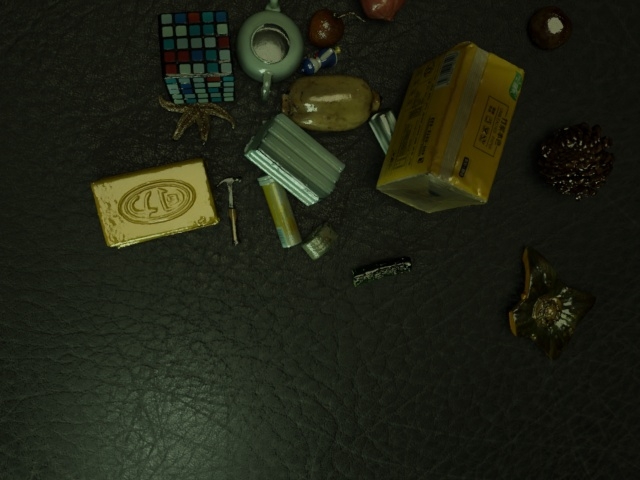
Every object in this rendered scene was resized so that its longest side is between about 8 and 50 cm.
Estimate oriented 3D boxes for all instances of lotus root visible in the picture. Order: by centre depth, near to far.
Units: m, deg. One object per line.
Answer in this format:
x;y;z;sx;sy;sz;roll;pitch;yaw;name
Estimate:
0.034;-0.383;1.779;0.284;0.160;0.146;-4;56;-9;lotus root

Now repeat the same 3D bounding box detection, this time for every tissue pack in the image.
0.342;-0.288;1.702;0.228;0.293;0.382;25;77;-22;tissue pack

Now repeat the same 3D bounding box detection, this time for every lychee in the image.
0.026;-0.600;1.771;0.114;0.101;0.140;28;107;-40;lychee

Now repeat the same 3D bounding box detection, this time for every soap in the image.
-0.073;-0.224;1.776;0.261;0.094;0.150;38;62;-20;soap
-0.455;-0.106;1.780;0.324;0.096;0.204;-14;99;-5;soap

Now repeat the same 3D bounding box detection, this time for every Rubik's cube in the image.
-0.323;-0.482;1.682;0.187;0.184;0.182;-5;82;-8;Rubik's cube

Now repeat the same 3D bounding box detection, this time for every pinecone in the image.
0.753;-0.224;1.872;0.221;0.221;0.222;-1;98;-7;pinecone

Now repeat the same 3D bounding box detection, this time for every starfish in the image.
-0.346;-0.373;1.781;0.213;0.057;0.238;1;79;-12;starfish

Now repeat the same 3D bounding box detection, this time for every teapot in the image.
-0.139;-0.532;1.745;0.193;0.129;0.295;5;97;-7;teapot

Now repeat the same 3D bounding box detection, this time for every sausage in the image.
0.157;-0.732;1.750;0.148;0.148;0.255;-15;99;-5;sausage

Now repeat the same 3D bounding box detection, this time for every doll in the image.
-0.002;-0.501;1.780;0.143;0.099;0.058;-36;90;-28;doll

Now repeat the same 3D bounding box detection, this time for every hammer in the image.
-0.260;-0.085;1.845;0.078;0.021;0.201;-5;97;-6;hammer

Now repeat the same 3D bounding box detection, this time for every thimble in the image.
0.000;0.000;1.857;0.110;0.084;0.062;-44;104;-16;thimble

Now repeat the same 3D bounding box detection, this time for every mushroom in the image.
0.676;-0.623;1.869;0.127;0.087;0.127;4;112;11;mushroom

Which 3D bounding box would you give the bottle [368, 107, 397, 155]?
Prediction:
0.222;-0.260;1.856;0.096;0.079;0.254;-26;101;23;bottle

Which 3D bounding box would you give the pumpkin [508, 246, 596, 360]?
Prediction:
0.696;0.204;1.970;0.290;0.095;0.258;32;89;-14;pumpkin

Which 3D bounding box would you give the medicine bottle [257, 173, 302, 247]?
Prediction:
-0.116;-0.091;1.840;0.073;0.074;0.218;-19;102;-4;medicine bottle

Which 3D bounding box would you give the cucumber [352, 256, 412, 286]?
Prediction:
0.186;0.090;1.909;0.187;0.058;0.058;-15;99;-5;cucumber
